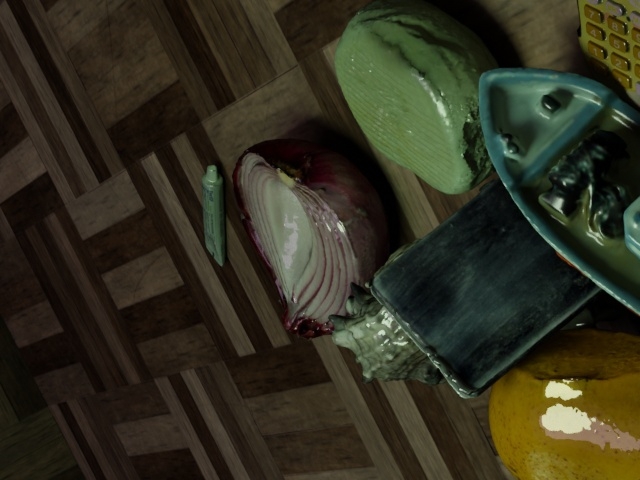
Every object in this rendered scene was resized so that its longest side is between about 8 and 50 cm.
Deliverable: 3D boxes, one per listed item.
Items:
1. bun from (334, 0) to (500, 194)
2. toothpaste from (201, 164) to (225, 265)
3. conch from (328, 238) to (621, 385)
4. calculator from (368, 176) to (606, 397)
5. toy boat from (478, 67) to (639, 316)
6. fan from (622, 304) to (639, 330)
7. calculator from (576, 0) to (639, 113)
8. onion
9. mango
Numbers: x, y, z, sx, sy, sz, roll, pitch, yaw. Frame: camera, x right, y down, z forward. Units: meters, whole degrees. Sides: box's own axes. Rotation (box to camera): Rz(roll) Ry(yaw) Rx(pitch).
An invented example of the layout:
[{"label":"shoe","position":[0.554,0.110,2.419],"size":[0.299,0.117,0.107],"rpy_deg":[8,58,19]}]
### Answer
[{"label":"bun","position":[0.112,-0.156,1.817],"size":[0.221,0.108,0.221],"rpy_deg":[45,157,24]},{"label":"toothpaste","position":[-0.150,-0.039,2.500],"size":[0.048,0.029,0.197],"rpy_deg":[49,154,31]},{"label":"conch","position":[0.146,0.054,1.797],"size":[0.313,0.241,0.186],"rpy_deg":[-6,82,27]},{"label":"calculator","position":[0.190,0.016,1.681],"size":[0.161,0.262,0.021],"rpy_deg":[49,170,26]},{"label":"toy boat","position":[0.264,-0.041,1.573],"size":[0.332,0.145,0.133],"rpy_deg":[44,173,24]},{"label":"fan","position":[0.338,0.065,1.728],"size":[0.240,0.009,0.131],"rpy_deg":[62,154,0]},{"label":"calculator","position":[0.277,-0.206,1.552],"size":[0.157,0.033,0.236],"rpy_deg":[35,146,42]},{"label":"onion","position":[0.000,0.000,2.153],"size":[0.227,0.120,0.283],"rpy_deg":[41,144,33]},{"label":"mango","position":[0.291,0.179,1.659],"size":[0.290,0.160,0.191],"rpy_deg":[-3,118,44]}]
